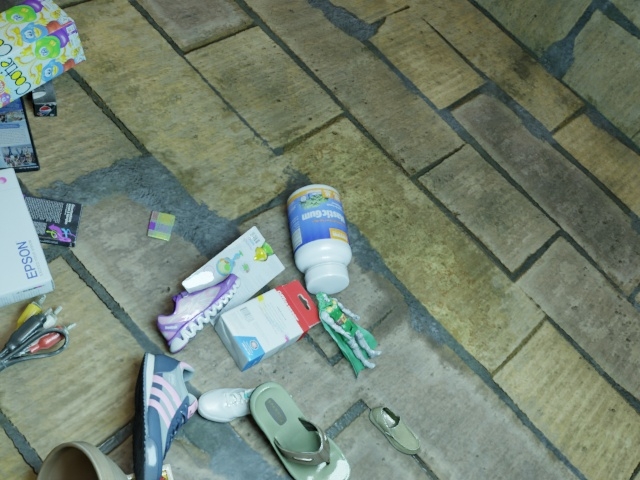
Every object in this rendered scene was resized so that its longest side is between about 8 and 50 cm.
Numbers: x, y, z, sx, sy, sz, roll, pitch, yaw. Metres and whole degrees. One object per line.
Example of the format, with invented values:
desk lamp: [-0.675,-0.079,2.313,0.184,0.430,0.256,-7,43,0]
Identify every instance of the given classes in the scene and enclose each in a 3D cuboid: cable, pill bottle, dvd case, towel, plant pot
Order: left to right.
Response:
dvd case: [-0.830,-0.271,1.701,0.180,0.022,0.253,-10,62,-28]
cable: [-0.649,0.245,1.419,0.139,0.072,0.287,39,63,9]
plant pot: [-0.428,0.494,1.251,0.110,0.237,0.237,14,47,-51]
towel: [-0.409,-0.038,1.726,0.060,0.009,0.083,14,55,-14]
pill bottle: [0.000,0.000,1.779,0.152,0.152,0.272,3,57,-21]

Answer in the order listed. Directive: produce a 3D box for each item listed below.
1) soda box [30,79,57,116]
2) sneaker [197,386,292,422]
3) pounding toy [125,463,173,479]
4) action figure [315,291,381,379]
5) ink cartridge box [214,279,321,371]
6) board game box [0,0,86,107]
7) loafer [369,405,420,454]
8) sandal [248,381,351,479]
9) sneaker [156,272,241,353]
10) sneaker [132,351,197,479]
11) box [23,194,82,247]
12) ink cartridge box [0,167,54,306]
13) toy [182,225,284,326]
soda box: [-0.753,-0.414,1.808,0.060,0.053,0.169,-7,61,-26]
sneaker: [-0.167,0.357,1.506,0.212,0.094,0.080,4,57,-21]
pounding toy: [-0.328,0.525,1.323,0.130,0.100,0.141,-8,61,-26]
action figure: [0.062,0.217,1.665,0.232,0.063,0.137,51,39,-16]
ink cartridge box: [-0.123,0.203,1.638,0.231,0.078,0.134,-24,71,-33]
board game box: [-0.776,-0.489,1.728,0.144,0.142,0.275,43,66,17]
loafer: [0.182,0.455,1.612,0.148,0.050,0.056,38,52,5]
sandal: [-0.044,0.439,1.464,0.120,0.086,0.303,-46,105,-24]
sneaker: [-0.289,0.150,1.567,0.104,0.095,0.236,44,67,3]
sneaker: [-0.315,0.364,1.391,0.131,0.112,0.319,13,37,-21]
box: [-0.665,-0.048,1.615,0.162,0.029,0.116,9,56,-16]
ink cartridge box: [-0.799,0.014,1.473,0.330,0.071,0.324,-18,66,-26]
toy: [-0.219,0.087,1.677,0.237,0.056,0.137,-39,103,-21]
